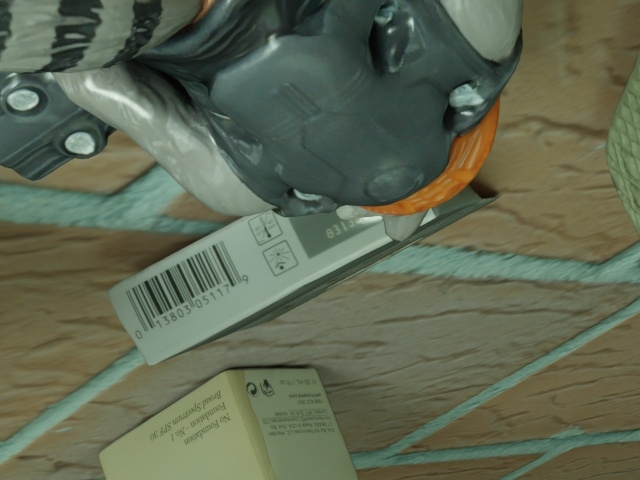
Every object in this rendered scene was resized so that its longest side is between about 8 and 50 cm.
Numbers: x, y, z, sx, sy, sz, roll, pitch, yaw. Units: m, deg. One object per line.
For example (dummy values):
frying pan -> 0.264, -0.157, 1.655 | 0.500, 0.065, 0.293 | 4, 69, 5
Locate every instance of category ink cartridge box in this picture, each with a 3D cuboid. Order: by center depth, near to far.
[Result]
ink cartridge box -> 0.000, 0.000, 0.964 | 0.189, 0.066, 0.232 | -28, 180, 16

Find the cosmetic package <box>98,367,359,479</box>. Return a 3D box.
cosmetic package -> -0.035, 0.266, 1.194 | 0.160, 0.309, 0.113 | -36, 155, 31

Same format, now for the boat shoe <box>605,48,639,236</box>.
boat shoe -> 0.268, -0.099, 0.784 | 0.156, 0.187, 0.500 | -25, 166, -7

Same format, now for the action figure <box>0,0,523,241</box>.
action figure -> -0.068, -0.062, 0.533 | 0.341, 0.178, 0.330 | -35, 147, 27
